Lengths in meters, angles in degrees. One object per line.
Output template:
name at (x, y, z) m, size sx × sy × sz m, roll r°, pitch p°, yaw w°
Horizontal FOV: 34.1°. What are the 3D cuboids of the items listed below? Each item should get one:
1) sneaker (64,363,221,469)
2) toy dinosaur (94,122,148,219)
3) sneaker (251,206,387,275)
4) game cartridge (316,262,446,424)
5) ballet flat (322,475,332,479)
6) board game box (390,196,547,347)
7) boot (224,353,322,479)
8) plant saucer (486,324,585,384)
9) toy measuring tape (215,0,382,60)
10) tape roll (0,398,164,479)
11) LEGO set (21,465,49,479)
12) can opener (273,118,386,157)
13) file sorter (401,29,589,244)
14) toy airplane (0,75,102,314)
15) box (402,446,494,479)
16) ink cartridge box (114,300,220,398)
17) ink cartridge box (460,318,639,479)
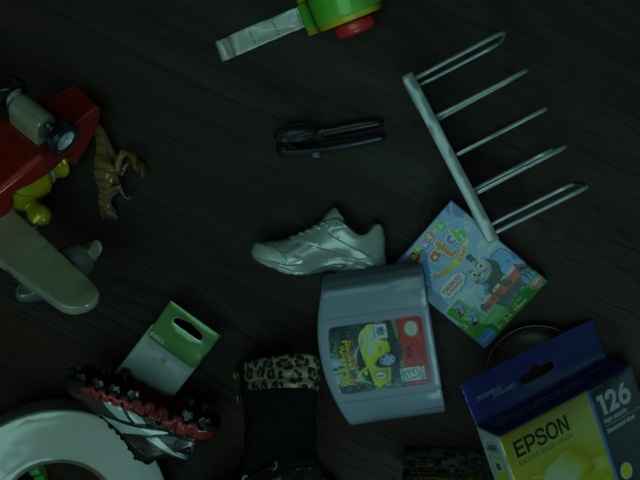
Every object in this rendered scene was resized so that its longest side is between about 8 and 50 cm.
sneaker at (-0.316, 0.307, 1.780) m, size 0.276 × 0.097 × 0.135 m, roll 23°, pitch 104°, yaw -4°
toy dinosaur at (-0.357, -0.134, 1.761) m, size 0.112 × 0.064 × 0.212 m, roll -3°, pitch 103°, yaw 9°
sneaker at (0.000, 0.000, 1.750) m, size 0.232 × 0.090 × 0.115 m, roll 2°, pitch 97°, yaw -3°
game cartridge at (0.097, 0.181, 1.753) m, size 0.196 × 0.060 × 0.294 m, roll -8°, pitch 118°, yaw 9°
ballet flat at (0.017, 0.485, 1.873) m, size 0.079 × 0.077 × 0.222 m, roll -26°, pitch 105°, yaw -7°
board game box at (0.248, 0.055, 1.751) m, size 0.211 × 0.039 × 0.160 m, roll 39°, pitch 105°, yaw -3°
boot at (-0.107, 0.358, 1.794) m, size 0.138 × 0.377 × 0.284 m, roll 9°, pitch 71°, yaw -28°
plant saucer at (0.368, 0.221, 1.783) m, size 0.168 × 0.029 × 0.168 m, roll 1°, pitch 103°, yaw 6°
toy measuring tape at (-0.020, -0.355, 1.642) m, size 0.330 × 0.121 × 0.121 m, roll -19°, pitch 101°, yaw 11°
tape roll at (-0.467, 0.476, 1.856) m, size 0.392 × 0.072 × 0.392 m, roll -2°, pitch 99°, yaw -13°
LEGO set at (-0.549, 0.452, 1.911) m, size 0.087 × 0.093 × 0.227 m, roll -14°, pitch 102°, yaw 10°
can opener at (0.016, -0.167, 1.715) m, size 0.186 × 0.073 × 0.059 m, roll -3°, pitch 95°, yaw -2°
file sorter at (0.265, -0.162, 1.603) m, size 0.173 × 0.193 × 0.278 m, roll -28°, pitch 91°, yaw 7°
toy airplane at (-0.540, -0.053, 1.694) m, size 0.384 × 0.272 × 0.386 m, roll -5°, pitch 73°, yaw 1°
box at (0.256, 0.405, 1.774) m, size 0.233 × 0.159 × 0.044 m, roll -1°, pitch 104°, yaw 6°
ink cartridge box at (-0.272, 0.203, 1.833) m, size 0.109 × 0.062 × 0.209 m, roll 37°, pitch 105°, yaw -5°
ink cartridge box at (0.402, 0.319, 1.677) m, size 0.303 × 0.072 × 0.307 m, roll -21°, pitch 95°, yaw -28°
